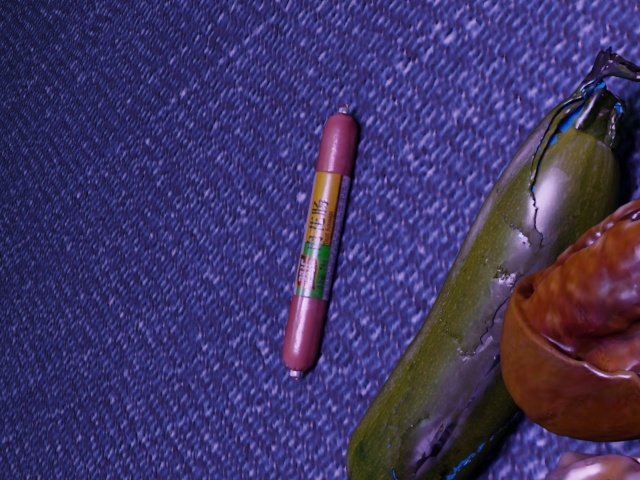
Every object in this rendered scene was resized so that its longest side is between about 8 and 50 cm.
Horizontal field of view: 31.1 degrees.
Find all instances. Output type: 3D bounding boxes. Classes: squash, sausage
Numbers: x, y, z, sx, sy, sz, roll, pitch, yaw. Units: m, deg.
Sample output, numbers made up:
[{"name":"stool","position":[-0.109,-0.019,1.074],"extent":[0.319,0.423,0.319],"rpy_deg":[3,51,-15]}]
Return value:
[{"name":"squash","position":[0.110,0.038,0.699],"extent":[0.087,0.087,0.331],"rpy_deg":[47,118,50]},{"name":"sausage","position":[0.000,0.000,0.910],"extent":[0.029,0.029,0.223],"rpy_deg":[3,81,54]}]

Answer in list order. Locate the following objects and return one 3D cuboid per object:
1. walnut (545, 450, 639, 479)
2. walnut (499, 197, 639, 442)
[{"name":"walnut","position":[0.224,0.126,0.471],"extent":[0.238,0.141,0.204],"rpy_deg":[-50,55,30]},{"name":"walnut","position":[0.177,0.036,0.586],"extent":[0.207,0.116,0.115],"rpy_deg":[-34,52,39]}]
